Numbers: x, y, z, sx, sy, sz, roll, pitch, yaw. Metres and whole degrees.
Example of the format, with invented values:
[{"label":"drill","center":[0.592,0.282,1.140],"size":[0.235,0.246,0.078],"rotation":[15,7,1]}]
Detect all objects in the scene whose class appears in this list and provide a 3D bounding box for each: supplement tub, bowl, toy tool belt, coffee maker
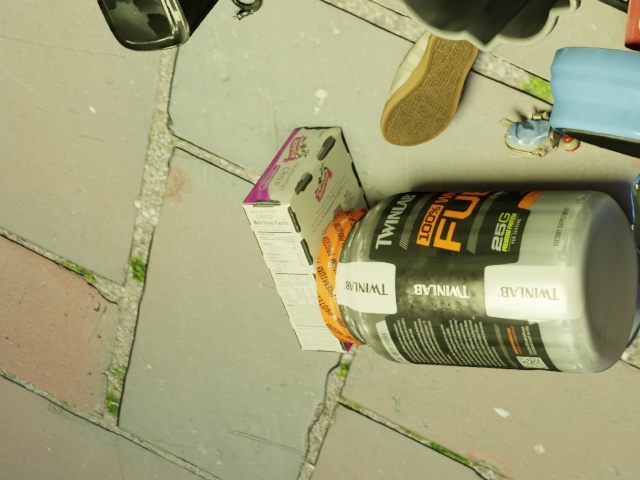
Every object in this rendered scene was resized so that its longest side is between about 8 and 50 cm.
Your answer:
[{"label":"supplement tub","center":[0.179,0.045,1.786],"size":[0.338,0.207,0.207],"rotation":[0,128,30]},{"label":"bowl","center":[0.399,-0.095,1.425],"size":[0.391,0.391,0.077],"rotation":[15,94,19]},{"label":"toy tool belt","center":[0.242,-0.119,1.711],"size":[0.083,0.052,0.051],"rotation":[-3,135,32]},{"label":"coffee maker","center":[-0.148,-0.285,1.700],"size":[0.171,0.178,0.120],"rotation":[47,137,-15]}]

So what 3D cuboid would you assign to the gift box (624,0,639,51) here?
[{"label":"gift box","center":[0.382,-0.308,1.284],"size":[0.276,0.258,0.255],"rotation":[19,142,13]}]

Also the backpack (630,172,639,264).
[{"label":"backpack","center":[0.386,-0.037,1.663],"size":[0.098,0.101,0.120],"rotation":[0,124,29]}]

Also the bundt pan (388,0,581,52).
[{"label":"bundt pan","center":[0.130,-0.332,1.297],"size":[0.331,0.124,0.330],"rotation":[36,150,26]}]

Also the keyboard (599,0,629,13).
[{"label":"keyboard","center":[0.366,-0.237,1.539],"size":[0.192,0.038,0.100],"rotation":[24,137,9]}]

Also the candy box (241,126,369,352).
[{"label":"candy box","center":[0.000,0.000,1.888],"size":[0.071,0.159,0.233],"rotation":[1,128,29]}]

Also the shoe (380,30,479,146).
[{"label":"shoe","center":[0.127,-0.183,1.726],"size":[0.077,0.058,0.219],"rotation":[16,143,-11]}]
